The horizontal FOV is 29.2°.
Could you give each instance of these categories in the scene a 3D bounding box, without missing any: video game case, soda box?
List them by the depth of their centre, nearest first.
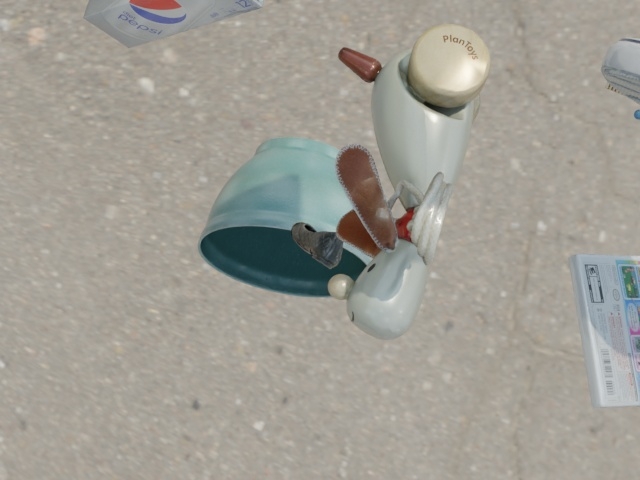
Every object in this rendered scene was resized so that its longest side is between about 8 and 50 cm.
[{"bbox_3d":[0.323,0.093,1.266,0.143,0.019,0.157,3,74,-33],"label":"video game case"},{"bbox_3d":[-0.197,-0.351,1.689,0.091,0.286,0.098,32,63,-41],"label":"soda box"}]

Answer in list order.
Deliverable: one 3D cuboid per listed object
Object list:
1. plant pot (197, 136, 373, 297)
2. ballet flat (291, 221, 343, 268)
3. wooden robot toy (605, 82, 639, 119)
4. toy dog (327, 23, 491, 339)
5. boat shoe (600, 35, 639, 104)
[{"bbox_3d":[-0.041,-0.049,2.049,0.293,0.293,0.196,26,64,-33],"label":"plant pot"},{"bbox_3d":[0.000,0.000,1.706,0.057,0.173,0.049,35,91,-20],"label":"ballet flat"},{"bbox_3d":[0.379,-0.148,1.348,0.079,0.173,0.076,7,125,-49],"label":"wooden robot toy"},{"bbox_3d":[0.064,-0.083,1.270,0.161,0.220,0.334,16,53,6],"label":"toy dog"},{"bbox_3d":[0.384,-0.132,1.021,0.109,0.302,0.094,32,81,-56],"label":"boat shoe"}]
